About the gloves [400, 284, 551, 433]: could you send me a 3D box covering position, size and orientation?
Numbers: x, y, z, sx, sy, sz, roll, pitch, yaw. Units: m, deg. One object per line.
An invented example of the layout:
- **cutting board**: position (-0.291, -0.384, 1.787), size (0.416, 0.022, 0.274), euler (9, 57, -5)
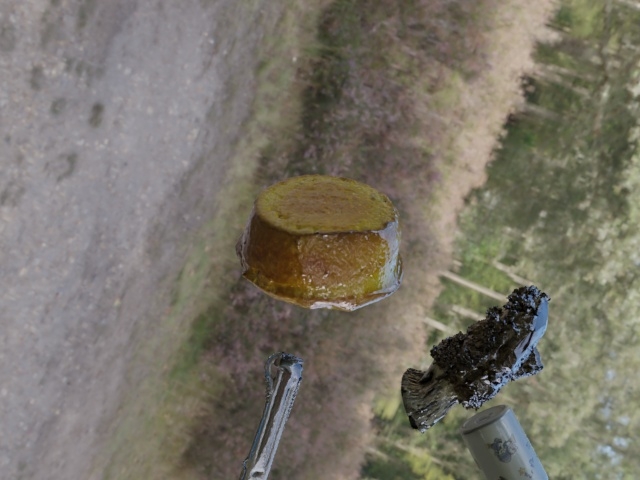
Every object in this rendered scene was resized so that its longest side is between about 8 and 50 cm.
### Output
- **gloves**: position (0.278, 0.204, 1.405), size (0.312, 0.135, 0.210), euler (-41, 158, 15)

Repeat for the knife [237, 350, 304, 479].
- **knife**: position (-0.115, 0.396, 1.785), size (0.043, 0.089, 0.365), euler (-108, -147, -67)

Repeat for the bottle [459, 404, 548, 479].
- **bottle**: position (0.355, 0.428, 1.503), size (0.109, 0.233, 0.110), euler (-28, 177, -2)

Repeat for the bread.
- **bread**: position (0.005, -0.001, 1.470), size (0.312, 0.312, 0.173), euler (-48, 151, -57)
